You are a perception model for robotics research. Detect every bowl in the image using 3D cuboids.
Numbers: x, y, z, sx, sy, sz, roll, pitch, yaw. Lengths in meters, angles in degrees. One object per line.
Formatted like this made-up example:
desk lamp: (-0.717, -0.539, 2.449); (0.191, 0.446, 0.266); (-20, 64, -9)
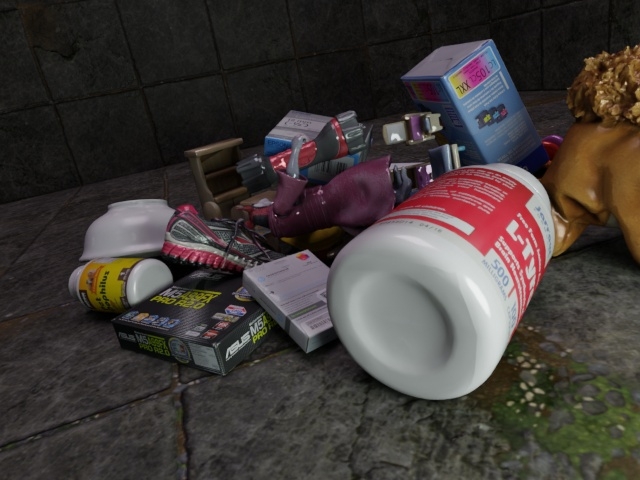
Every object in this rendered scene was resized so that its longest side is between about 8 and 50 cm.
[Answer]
bowl: (-0.452, -0.027, 1.169); (0.297, 0.134, 0.298); (-8, 0, 0)

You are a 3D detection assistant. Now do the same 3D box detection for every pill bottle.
pill bottle: (-0.429, 0.095, 0.986); (0.215, 0.117, 0.117); (-1, 22, 27)
pill bottle: (0.207, 0.022, 0.690); (0.229, 0.229, 0.407); (5, 26, 37)

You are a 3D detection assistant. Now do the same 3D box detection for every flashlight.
flashlight: (-0.047, -0.205, 1.089); (0.304, 0.103, 0.103); (-21, 20, 1)

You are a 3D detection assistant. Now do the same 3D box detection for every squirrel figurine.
squirrel figurine: (0.549, -0.137, 0.699); (0.281, 0.397, 0.370); (-8, 11, -5)

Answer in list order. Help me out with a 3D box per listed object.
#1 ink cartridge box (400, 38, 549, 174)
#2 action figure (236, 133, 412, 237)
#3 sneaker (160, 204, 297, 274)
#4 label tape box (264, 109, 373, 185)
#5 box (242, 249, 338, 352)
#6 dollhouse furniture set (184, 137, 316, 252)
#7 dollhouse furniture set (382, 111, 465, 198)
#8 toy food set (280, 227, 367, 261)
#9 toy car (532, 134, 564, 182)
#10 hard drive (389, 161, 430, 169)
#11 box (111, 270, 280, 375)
ink cartridge box: (0.400, -0.290, 1.188); (0.151, 0.395, 0.270); (-38, 21, 3)
action figure: (0.005, -0.059, 0.990); (0.370, 0.276, 0.248); (-15, -25, 5)
sneaker: (-0.160, 0.013, 0.940); (0.299, 0.112, 0.121); (16, -12, -33)
label tape box: (0.012, -0.283, 1.312); (0.249, 0.115, 0.348); (12, 36, 8)
box: (-0.023, 0.093, 0.785); (0.145, 0.038, 0.186); (-18, 43, -37)
dollhouse furniture set: (-0.179, -0.149, 1.313); (0.394, 0.257, 0.362); (10, 29, 44)
dollhouse furniture set: (0.212, -0.157, 1.086); (0.198, 0.286, 0.303); (-11, 9, 0)
toy food set: (0.000, 0.000, 1.088); (0.218, 0.071, 0.128); (23, 55, 41)
toy car: (0.610, -0.208, 1.234); (0.182, 0.136, 0.159); (-25, 24, -34)
hard drive: (0.238, -0.195, 1.531); (0.210, 0.040, 0.318); (5, 26, 37)
box: (-0.207, 0.134, 0.848); (0.270, 0.060, 0.216); (3, 25, 34)
